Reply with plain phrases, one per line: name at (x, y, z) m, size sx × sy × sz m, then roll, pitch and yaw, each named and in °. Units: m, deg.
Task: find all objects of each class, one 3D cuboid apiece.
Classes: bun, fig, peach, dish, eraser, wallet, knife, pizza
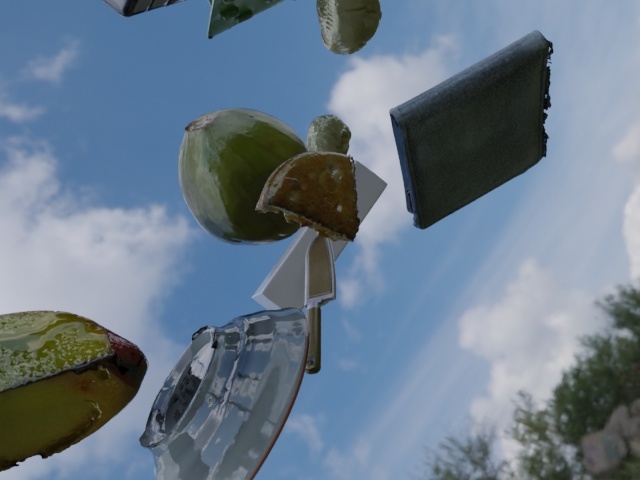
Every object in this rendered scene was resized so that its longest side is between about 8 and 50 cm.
bun at (0.051, -0.424, 1.665) m, size 0.111 × 0.164 × 0.188 m, roll -13°, pitch -51°, yaw -9°
fig at (-0.176, -0.161, 2.162) m, size 0.343 × 0.343 × 0.343 m, roll -36°, pitch -45°, yaw -47°
bun at (0.018, -0.160, 1.456) m, size 0.086 × 0.055 × 0.086 m, roll 19°, pitch -114°, yaw -52°
peach at (-0.350, 0.169, 1.104) m, size 0.267 × 0.154 × 0.158 m, roll -18°, pitch -41°, yaw -29°
dish at (-0.118, 0.169, 0.973) m, size 0.085 × 0.260 × 0.260 m, roll 31°, pitch -105°, yaw -17°
eraser at (0.000, 0.000, 1.608) m, size 0.298 × 0.076 × 0.078 m, roll -55°, pitch 7°, yaw -18°
wallet at (0.152, -0.102, 0.923) m, size 0.167 × 0.036 × 0.222 m, roll -29°, pitch -28°, yaw -3°
knife at (0.001, 0.079, 1.263) m, size 0.256 × 0.046 × 0.022 m, roll -89°, pitch -25°, yaw -45°
pizza at (-0.001, -0.051, 1.147) m, size 0.041 × 0.131 × 0.178 m, roll -37°, pitch 9°, yaw 46°

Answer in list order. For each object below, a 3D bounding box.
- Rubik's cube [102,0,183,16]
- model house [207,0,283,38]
Rubik's cube at (-0.278, -0.554, 1.409) m, size 0.287 × 0.292 × 0.293 m, roll -57°, pitch -6°, yaw 32°
model house at (-0.149, -0.609, 1.774) m, size 0.358 × 0.312 × 0.242 m, roll -31°, pitch -7°, yaw -13°
